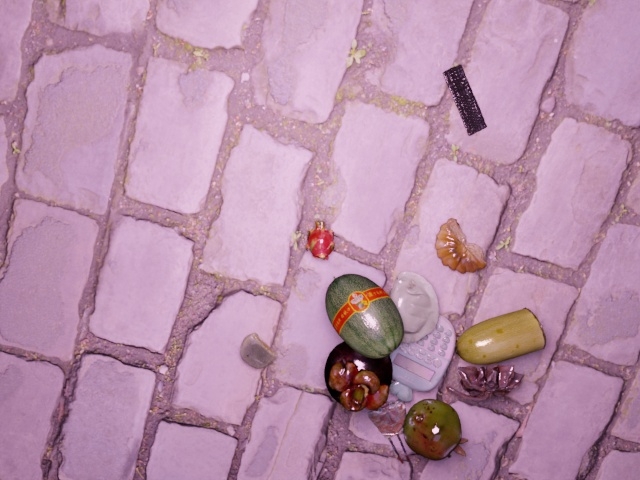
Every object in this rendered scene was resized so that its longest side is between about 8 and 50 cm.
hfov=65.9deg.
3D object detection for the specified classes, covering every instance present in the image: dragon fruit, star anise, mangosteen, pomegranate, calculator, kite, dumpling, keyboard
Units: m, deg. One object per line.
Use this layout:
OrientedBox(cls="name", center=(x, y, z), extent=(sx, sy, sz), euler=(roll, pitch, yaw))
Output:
OrientedBox(cls="dragon fruit", center=(0.002, -0.001, 1.440), extent=(0.086, 0.081, 0.116), euler=(13, 102, 8))
OrientedBox(cls="star anise", center=(0.494, 0.433, 1.491), extent=(0.208, 0.089, 0.231), euler=(16, 138, -11))
OrientedBox(cls="mangosteen", center=(0.111, 0.403, 1.436), extent=(0.211, 0.250, 0.212), euler=(1, 107, 2))
OrientedBox(cls="pomegranate", center=(0.363, 0.595, 1.521), extent=(0.181, 0.181, 0.224), euler=(-45, 113, 7))
OrientedBox(cls="calculator", center=(0.304, 0.359, 1.525), extent=(0.183, 0.042, 0.296), euler=(27, 98, 2))
OrientedBox(cls="kite", center=(0.252, 0.619, 1.598), extent=(0.127, 0.016, 0.230), euler=(-27, 100, 8))
OrientedBox(cls="dumpling", center=(0.265, 0.198, 1.475), extent=(0.152, 0.108, 0.220), euler=(-1, 100, -27))
OrientedBox(cls="keyboard", center=(0.410, -0.397, 1.398), extent=(0.060, 0.018, 0.196), euler=(-27, 101, 2))

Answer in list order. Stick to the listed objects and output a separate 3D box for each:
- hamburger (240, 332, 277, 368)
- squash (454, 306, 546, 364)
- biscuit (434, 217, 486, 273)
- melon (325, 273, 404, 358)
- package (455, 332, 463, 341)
OrientedBox(cls="hamburger", center=(-0.199, 0.349, 1.522), extent=(0.084, 0.054, 0.121), euler=(-44, 106, 6))
OrientedBox(cls="squash", center=(0.524, 0.300, 1.473), extent=(0.246, 0.132, 0.133), euler=(-19, 101, -1))
OrientedBox(cls="biscuit", center=(0.409, 0.033, 1.461), extent=(0.118, 0.061, 0.183), euler=(-42, 99, 9))
OrientedBox(cls="melon", center=(0.114, 0.202, 1.395), extent=(0.182, 0.182, 0.288), euler=(-49, 57, 8))
OrientedBox(cls="package", center=(0.423, 0.302, 1.536), extent=(0.110, 0.015, 0.037), euler=(5, 96, -3))
